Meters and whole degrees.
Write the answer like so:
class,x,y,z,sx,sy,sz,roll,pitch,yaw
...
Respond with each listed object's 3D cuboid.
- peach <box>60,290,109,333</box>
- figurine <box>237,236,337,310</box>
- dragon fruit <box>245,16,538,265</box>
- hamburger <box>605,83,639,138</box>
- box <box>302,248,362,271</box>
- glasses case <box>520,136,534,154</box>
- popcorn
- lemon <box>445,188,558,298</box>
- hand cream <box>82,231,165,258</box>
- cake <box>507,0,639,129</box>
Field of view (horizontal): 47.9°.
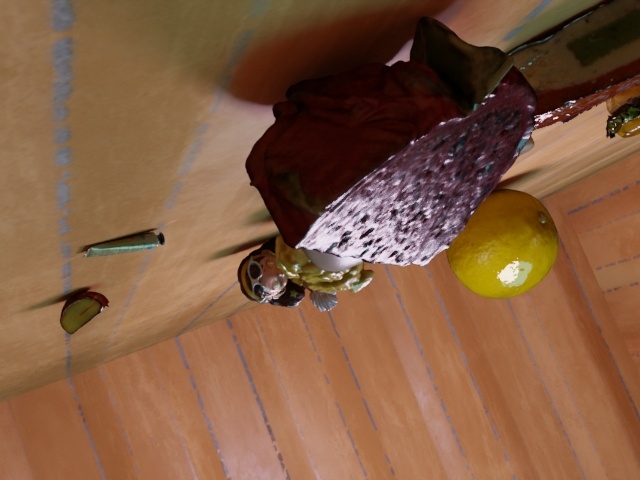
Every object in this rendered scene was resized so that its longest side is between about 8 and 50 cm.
class,x,y,z,sx,sy,sz,roll,pitch,yaw
peach,-0.377,0.109,1.141,0.077,0.050,0.083,-45,-163,-31
figurine,-0.041,0.050,1.385,0.239,0.175,0.116,-14,-172,-11
dragon fruit,0.065,-0.099,0.624,0.205,0.152,0.317,-45,159,14
hamburger,0.559,-0.239,1.225,0.164,0.093,0.189,-22,172,16
box,0.033,-0.031,1.018,0.145,0.088,0.200,-22,151,-3
glasses case,0.273,-0.142,1.256,0.196,0.050,0.083,-25,171,26
popcorn,0.005,0.019,1.205,0.140,0.164,0.194,-14,-178,19
lemon,0.539,0.008,2.144,0.347,0.348,0.348,-22,173,-3
hand cream,-0.245,0.006,0.904,0.102,0.022,0.035,-12,169,-31
cake,0.278,-0.188,0.745,0.116,0.086,0.220,-20,175,-32
